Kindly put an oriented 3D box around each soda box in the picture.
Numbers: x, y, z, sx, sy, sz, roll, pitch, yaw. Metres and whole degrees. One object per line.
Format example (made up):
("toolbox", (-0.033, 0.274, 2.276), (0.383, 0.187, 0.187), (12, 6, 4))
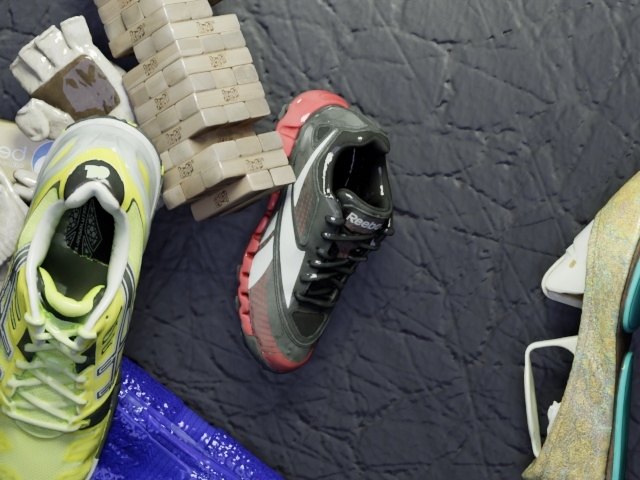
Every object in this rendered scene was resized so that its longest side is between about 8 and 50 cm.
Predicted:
("soda box", (-0.283, -0.081, 1.825), (0.181, 0.058, 0.061), (11, 95, -1))

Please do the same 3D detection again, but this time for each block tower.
("block tower", (-0.135, -0.190, 1.755), (0.097, 0.091, 0.335), (-26, 83, 43))

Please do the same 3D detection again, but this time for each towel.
("towel", (-0.203, 0.246, 1.843), (0.308, 0.076, 0.228), (39, 94, -2))

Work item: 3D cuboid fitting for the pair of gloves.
("pair of gloves", (-0.269, -0.073, 1.775), (0.240, 0.042, 0.204), (-31, 95, 5))

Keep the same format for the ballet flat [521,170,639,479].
("ballet flat", (0.258, 0.086, 1.809), (0.123, 0.123, 0.349), (9, 95, 0))

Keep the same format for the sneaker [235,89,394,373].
("sneaker", (0.000, 0.000, 1.783), (0.097, 0.135, 0.276), (9, 96, -41))

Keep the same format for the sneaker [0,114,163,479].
("sneaker", (-0.244, 0.080, 1.707), (0.145, 0.147, 0.385), (12, 107, -1))
